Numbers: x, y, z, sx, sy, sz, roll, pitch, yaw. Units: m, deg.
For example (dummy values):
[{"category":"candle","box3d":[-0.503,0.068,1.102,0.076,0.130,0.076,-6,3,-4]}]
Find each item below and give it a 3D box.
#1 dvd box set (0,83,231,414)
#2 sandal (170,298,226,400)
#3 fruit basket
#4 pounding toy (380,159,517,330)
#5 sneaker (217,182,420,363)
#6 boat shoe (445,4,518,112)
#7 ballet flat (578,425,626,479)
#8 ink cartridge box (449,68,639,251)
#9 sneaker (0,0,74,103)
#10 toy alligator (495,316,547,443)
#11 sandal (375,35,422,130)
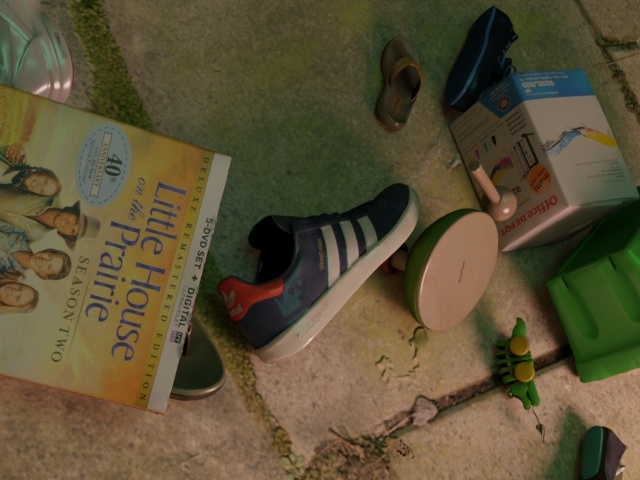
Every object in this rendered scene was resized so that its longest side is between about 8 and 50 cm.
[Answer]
[{"category":"dvd box set","box3d":[-0.333,-0.007,1.097,0.421,0.062,0.307,17,79,-16]},{"category":"sandal","box3d":[-0.209,0.055,1.215,0.120,0.086,0.302,-20,77,-39]},{"category":"fruit basket","box3d":[0.583,0.102,1.564,0.392,0.283,0.391,14,63,-29]},{"category":"pounding toy","box3d":[0.169,0.002,1.458,0.183,0.110,0.236,28,88,-53]},{"category":"sneaker","box3d":[0.000,0.000,1.346,0.148,0.131,0.350,49,51,-7]},{"category":"boat shoe","box3d":[0.286,-0.299,1.697,0.089,0.109,0.258,38,54,-14]},{"category":"ballet flat","box3d":[0.399,0.360,1.453,0.074,0.074,0.203,37,50,-11]},{"category":"ink cartridge box","box3d":[0.350,-0.125,1.604,0.168,0.171,0.232,-8,71,-35]},{"category":"sneaker","box3d":[-0.423,-0.295,1.244,0.152,0.114,0.305,-23,80,-39]},{"category":"toy alligator","box3d":[0.287,0.205,1.476,0.051,0.056,0.189,-10,67,9]},{"category":"sandal","box3d":[0.131,-0.254,1.611,0.072,0.049,0.180,25,55,-19]}]
